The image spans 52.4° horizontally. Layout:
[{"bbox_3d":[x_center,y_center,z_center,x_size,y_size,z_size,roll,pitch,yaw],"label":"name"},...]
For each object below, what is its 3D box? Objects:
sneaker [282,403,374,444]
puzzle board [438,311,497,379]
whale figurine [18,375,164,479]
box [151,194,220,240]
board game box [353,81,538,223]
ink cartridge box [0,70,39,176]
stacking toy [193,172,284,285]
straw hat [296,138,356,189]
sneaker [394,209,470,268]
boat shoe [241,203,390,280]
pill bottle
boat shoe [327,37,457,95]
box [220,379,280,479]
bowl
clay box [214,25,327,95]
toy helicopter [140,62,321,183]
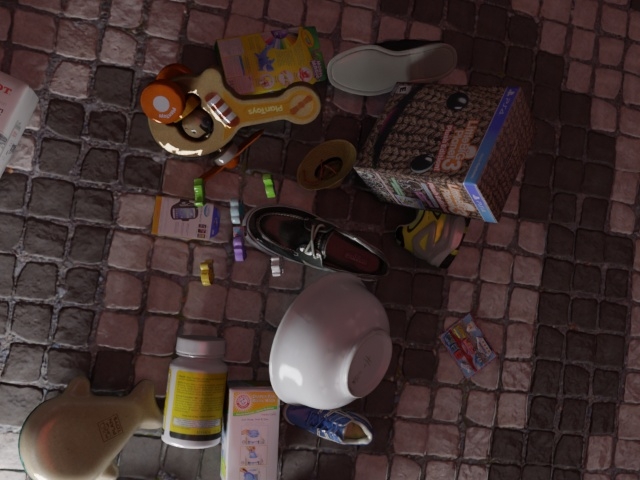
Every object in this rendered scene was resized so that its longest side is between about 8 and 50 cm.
[{"bbox_3d":[0.022,0.385,1.394,0.211,0.081,0.080,17,85,-11],"label":"sneaker"},{"bbox_3d":[0.346,0.246,1.517,0.096,0.011,0.128,-35,97,-13],"label":"puzzle board"},{"bbox_3d":[-0.447,0.367,1.270,0.272,0.141,0.216,-22,94,-38],"label":"whale figurine"},{"bbox_3d":[-0.281,-0.045,1.365,0.136,0.028,0.081,8,86,-16],"label":"box"},{"bbox_3d":[0.257,-0.190,1.347,0.141,0.291,0.232,45,66,-47],"label":"board game box"},{"bbox_3d":[-0.696,-0.205,1.221,0.207,0.117,0.283,24,82,-12],"label":"ink cartridge box"},{"bbox_3d":[-0.168,-0.024,1.322,0.167,0.052,0.221,-5,94,7],"label":"stacking toy"},{"bbox_3d":[0.023,-0.148,1.424,0.144,0.144,0.061,-47,137,-11],"label":"straw hat"},{"bbox_3d":[0.285,-0.135,1.455,0.147,0.145,0.384,20,74,6],"label":"sneaker"},{"bbox_3d":[0.000,0.000,1.385,0.335,0.119,0.121,17,84,-13],"label":"boat shoe"},{"bbox_3d":[-0.250,0.300,1.310,0.119,0.119,0.208,7,87,-14],"label":"pill bottle"},{"bbox_3d":[0.151,-0.393,1.458,0.303,0.091,0.114,-5,116,-16],"label":"boat shoe"},{"bbox_3d":[-0.145,0.394,1.334,0.103,0.114,0.203,3,86,-14],"label":"box"},{"bbox_3d":[0.050,0.221,1.302,0.298,0.134,0.297,-23,123,-41],"label":"bowl"},{"bbox_3d":[-0.106,-0.384,1.409,0.222,0.053,0.127,-13,92,-15],"label":"clay box"},{"bbox_3d":[-0.171,-0.243,1.320,0.355,0.140,0.234,-6,120,7],"label":"toy helicopter"}]
